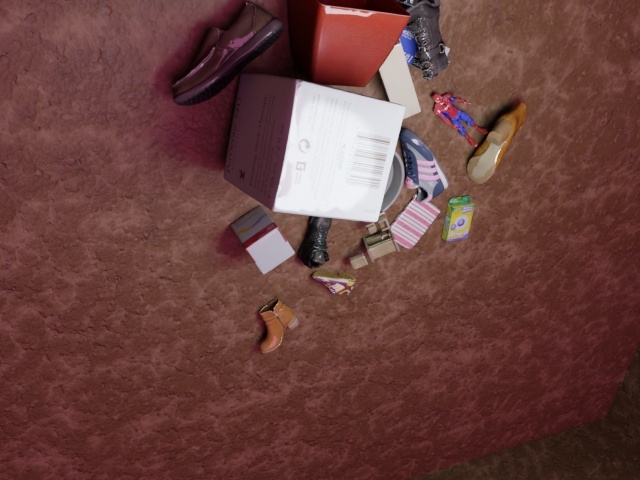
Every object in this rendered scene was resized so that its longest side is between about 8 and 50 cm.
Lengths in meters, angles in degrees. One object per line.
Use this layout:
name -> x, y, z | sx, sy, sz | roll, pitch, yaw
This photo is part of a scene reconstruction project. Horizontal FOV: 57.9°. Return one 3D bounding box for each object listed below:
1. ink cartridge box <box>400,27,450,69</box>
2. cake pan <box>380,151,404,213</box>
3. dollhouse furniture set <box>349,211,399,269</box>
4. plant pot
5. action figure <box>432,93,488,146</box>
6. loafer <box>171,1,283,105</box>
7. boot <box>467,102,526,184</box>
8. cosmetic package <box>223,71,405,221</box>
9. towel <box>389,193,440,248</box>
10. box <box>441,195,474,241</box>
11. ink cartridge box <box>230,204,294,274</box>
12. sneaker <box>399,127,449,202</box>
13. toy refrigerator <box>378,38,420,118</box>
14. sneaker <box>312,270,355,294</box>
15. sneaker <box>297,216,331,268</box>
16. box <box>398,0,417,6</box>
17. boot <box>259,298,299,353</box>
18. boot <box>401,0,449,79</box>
ink cartridge box -> 0.306, -0.606, 1.842 | 0.207, 0.046, 0.097 | 14, 111, -31
cake pan -> 0.151, -0.207, 2.007 | 0.293, 0.054, 0.293 | -12, 124, -19
dollhouse furniture set -> 0.171, -0.013, 2.109 | 0.182, 0.101, 0.161 | -22, 122, 6
plant pot -> 0.049, -0.581, 1.620 | 0.267, 0.267, 0.236 | -3, 133, -24
action figure -> 0.493, -0.416, 1.995 | 0.280, 0.139, 0.091 | 30, 102, -33
loafer -> -0.275, -0.513, 1.594 | 0.366, 0.134, 0.130 | -39, 94, 0
boot -> 0.660, -0.354, 2.130 | 0.211, 0.104, 0.295 | -41, 160, -29
cosmetic package -> -0.035, -0.266, 1.610 | 0.327, 0.393, 0.329 | 4, 105, -29
towel -> 0.349, -0.072, 2.203 | 0.144, 0.029, 0.197 | 30, 103, -33
box -> 0.544, -0.087, 2.275 | 0.105, 0.043, 0.179 | -10, 121, -20
ink cartridge box -> -0.192, -0.006, 1.893 | 0.127, 0.176, 0.128 | -35, 128, -5
sneaker -> 0.340, -0.253, 2.033 | 0.131, 0.112, 0.319 | -42, 127, 0
toy refrigerator -> 0.233, -0.511, 1.788 | 0.094, 0.102, 0.269 | -22, 139, 9
sneaker -> 0.046, 0.167, 2.177 | 0.185, 0.069, 0.084 | 9, 109, -29
sneaker -> 0.000, 0.000, 2.018 | 0.087, 0.130, 0.227 | 12, 111, -33
box -> 0.245, -0.766, 1.623 | 0.045, 0.191, 0.184 | 9, 116, -28
boot -> -0.187, 0.317, 2.161 | 0.197, 0.073, 0.152 | -45, 130, -9
boot -> 0.310, -0.596, 1.731 | 0.263, 0.091, 0.229 | -31, 116, -41
